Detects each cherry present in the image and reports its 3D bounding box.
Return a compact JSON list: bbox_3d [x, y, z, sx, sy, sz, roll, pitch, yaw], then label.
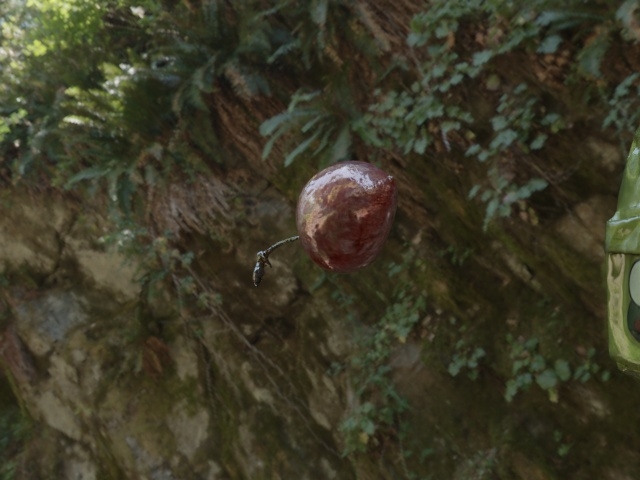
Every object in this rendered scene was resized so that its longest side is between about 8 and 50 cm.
[{"bbox_3d":[0.000,0.000,0.697,0.090,0.106,0.225,3,-33,-36],"label":"cherry"}]

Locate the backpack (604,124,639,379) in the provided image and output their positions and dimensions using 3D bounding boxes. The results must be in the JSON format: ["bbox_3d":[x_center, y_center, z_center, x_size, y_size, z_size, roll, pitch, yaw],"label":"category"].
[{"bbox_3d":[0.338,0.005,0.572,0.140,0.253,0.207,2,-4,-20],"label":"backpack"}]
